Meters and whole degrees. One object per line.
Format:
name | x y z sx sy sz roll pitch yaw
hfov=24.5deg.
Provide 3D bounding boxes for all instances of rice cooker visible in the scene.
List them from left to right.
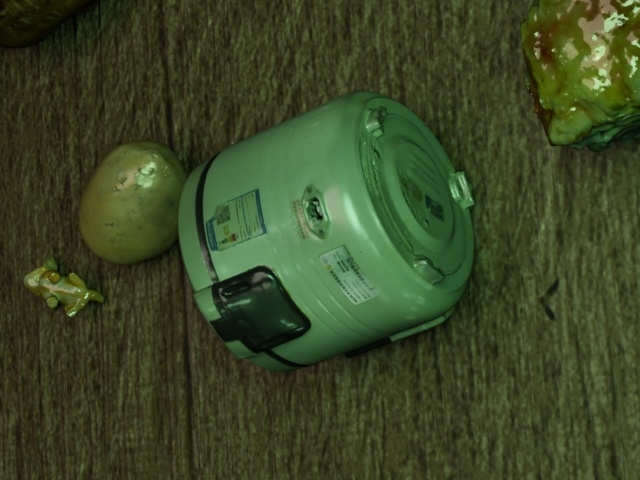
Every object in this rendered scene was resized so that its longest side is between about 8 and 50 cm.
rice cooker | 0.000 0.000 1.300 0.244 0.226 0.226 -20 73 28

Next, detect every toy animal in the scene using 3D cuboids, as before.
toy animal | -0.280 0.050 1.596 0.083 0.081 0.060 -162 75 -71

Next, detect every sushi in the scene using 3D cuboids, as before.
sushi | 0.283 -0.173 1.145 0.274 0.184 0.139 -29 74 24

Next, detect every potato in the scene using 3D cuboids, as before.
potato | -0.192 -0.042 1.508 0.112 0.112 0.147 52 120 28

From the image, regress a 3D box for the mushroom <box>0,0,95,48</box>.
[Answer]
mushroom | -0.315 -0.330 1.603 0.253 0.153 0.253 -14 67 35
